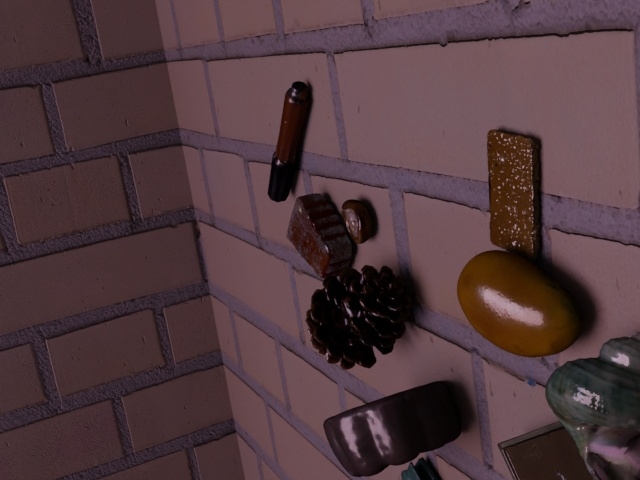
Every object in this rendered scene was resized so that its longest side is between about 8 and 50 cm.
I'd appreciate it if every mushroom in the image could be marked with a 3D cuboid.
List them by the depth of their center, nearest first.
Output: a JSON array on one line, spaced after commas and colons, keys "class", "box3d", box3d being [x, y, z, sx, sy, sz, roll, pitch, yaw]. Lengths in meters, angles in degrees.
[{"class": "mushroom", "box3d": [0.095, -0.049, 2.082, 0.123, 0.052, 0.123, 164, 90, -75]}]

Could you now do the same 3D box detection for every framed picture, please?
[{"class": "framed picture", "box3d": [0.429, 0.443, 1.499, 0.289, 0.016, 0.213, 119, 131, -64]}]

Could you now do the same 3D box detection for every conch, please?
[{"class": "conch", "box3d": [0.463, 0.260, 1.298, 0.220, 0.195, 0.277, 23, 105, 27]}]

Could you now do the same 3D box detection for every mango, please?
[{"class": "mango", "box3d": [0.353, 0.122, 1.489, 0.254, 0.139, 0.176, 40, 150, 44]}]

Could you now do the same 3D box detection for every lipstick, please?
[{"class": "lipstick", "box3d": [-0.091, -0.272, 2.342, 0.077, 0.077, 0.418, 59, 151, 33]}]

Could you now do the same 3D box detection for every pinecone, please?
[{"class": "pinecone", "box3d": [0.098, 0.173, 1.982, 0.292, 0.246, 0.246, -48, 60, 54]}]

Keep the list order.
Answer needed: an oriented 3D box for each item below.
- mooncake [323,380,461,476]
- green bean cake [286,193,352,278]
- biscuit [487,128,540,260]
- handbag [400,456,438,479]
[{"class": "mooncake", "box3d": [0.169, 0.427, 1.887, 0.154, 0.306, 0.306, 68, 156, 12]}, {"class": "green bean cake", "box3d": [0.000, 0.000, 2.270, 0.233, 0.097, 0.199, 58, 150, 34]}, {"class": "biscuit", "box3d": [0.351, -0.085, 1.508, 0.131, 0.025, 0.231, 31, 131, 57]}, {"class": "handbag", "box3d": [0.265, 0.729, 2.104, 0.274, 0.100, 0.269, 59, 153, 31]}]
